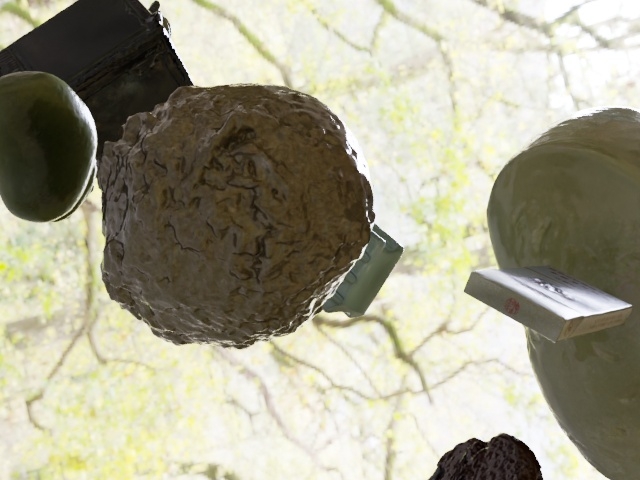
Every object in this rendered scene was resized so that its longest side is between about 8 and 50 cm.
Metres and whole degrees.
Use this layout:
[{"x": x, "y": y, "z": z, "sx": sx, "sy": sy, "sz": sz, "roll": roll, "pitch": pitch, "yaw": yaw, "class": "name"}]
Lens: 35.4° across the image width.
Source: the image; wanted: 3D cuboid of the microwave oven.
[{"x": -0.321, "y": -0.226, "z": 1.444, "sx": 0.188, "sy": 0.247, "sz": 0.178, "roll": 49, "pitch": -9, "yaw": 39, "class": "microwave oven"}]

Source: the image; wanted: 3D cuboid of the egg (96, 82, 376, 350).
[{"x": -0.086, "y": -0.029, "z": 0.981, "sx": 0.310, "sy": 0.279, "sz": 0.279, "roll": -35, "pitch": -117, "yaw": 52, "class": "egg"}]

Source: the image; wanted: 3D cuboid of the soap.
[{"x": 0.000, "y": 0.000, "z": 1.283, "sx": 0.066, "sy": 0.119, "sz": 0.198, "roll": 11, "pitch": 24, "yaw": -51, "class": "soap"}]

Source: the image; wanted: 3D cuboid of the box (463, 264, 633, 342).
[{"x": 0.199, "y": 0.051, "z": 0.860, "sx": 0.167, "sy": 0.090, "sz": 0.024, "roll": -1, "pitch": 115, "yaw": -55, "class": "box"}]

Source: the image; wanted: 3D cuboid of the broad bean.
[{"x": -0.302, "y": -0.097, "z": 1.085, "sx": 0.082, "sy": 0.124, "sz": 0.174, "roll": 47, "pitch": -37, "yaw": 44, "class": "broad bean"}]

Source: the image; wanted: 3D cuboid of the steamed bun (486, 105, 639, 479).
[{"x": 0.420, "y": 0.047, "z": 1.295, "sx": 0.371, "sy": 0.290, "sz": 0.456, "roll": -34, "pitch": 101, "yaw": -59, "class": "steamed bun"}]

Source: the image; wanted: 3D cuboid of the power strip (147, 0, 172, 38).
[{"x": -0.383, "y": -0.320, "z": 2.031, "sx": 0.066, "sy": 0.092, "sz": 0.387, "roll": 56, "pitch": -44, "yaw": 33, "class": "power strip"}]

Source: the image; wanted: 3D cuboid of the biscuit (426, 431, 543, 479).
[{"x": 0.150, "y": 0.281, "z": 1.013, "sx": 0.049, "sy": 0.192, "sz": 0.192, "roll": 35, "pitch": 21, "yaw": -17, "class": "biscuit"}]
